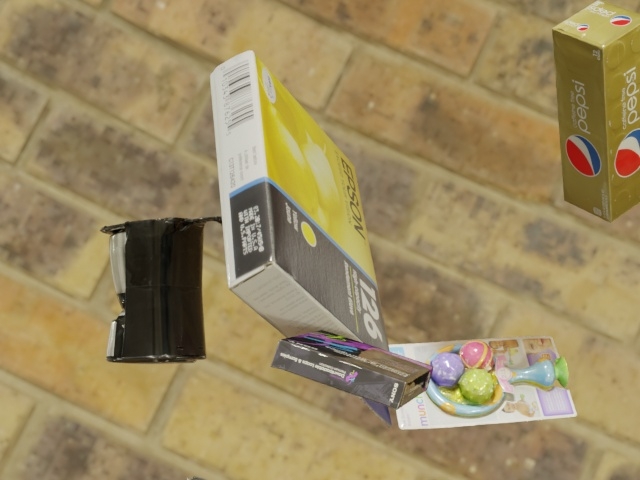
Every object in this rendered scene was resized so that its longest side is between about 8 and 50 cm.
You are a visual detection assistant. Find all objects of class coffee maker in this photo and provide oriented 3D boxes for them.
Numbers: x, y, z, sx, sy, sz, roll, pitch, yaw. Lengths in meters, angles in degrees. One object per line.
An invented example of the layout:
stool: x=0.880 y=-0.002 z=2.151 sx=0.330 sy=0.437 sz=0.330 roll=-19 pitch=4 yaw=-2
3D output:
coffee maker: x=-0.197 y=0.065 z=1.710 sx=0.120 sy=0.178 sz=0.171 roll=1 pitch=-8 yaw=-34

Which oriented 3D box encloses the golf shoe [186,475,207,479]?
golf shoe: x=-0.086 y=0.285 z=1.367 sx=0.094 sy=0.077 sz=0.198 roll=26 pitch=-3 yaw=-14

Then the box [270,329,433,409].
box: x=0.032 y=0.112 z=1.212 sx=0.116 sy=0.029 sz=0.162 roll=17 pitch=5 yaw=12

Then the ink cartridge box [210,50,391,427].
ink cartridge box: x=0.000 y=0.000 z=1.450 sx=0.072 sy=0.304 sz=0.307 roll=-29 pitch=-45 yaw=20

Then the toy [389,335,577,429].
toy: x=0.212 y=0.173 z=1.801 sx=0.237 sy=0.137 sz=0.056 roll=-1 pitch=-43 yaw=-10

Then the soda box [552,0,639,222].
soda box: x=0.245 y=-0.110 z=1.178 sx=0.058 sy=0.061 sz=0.181 roll=31 pitch=-36 yaw=43
